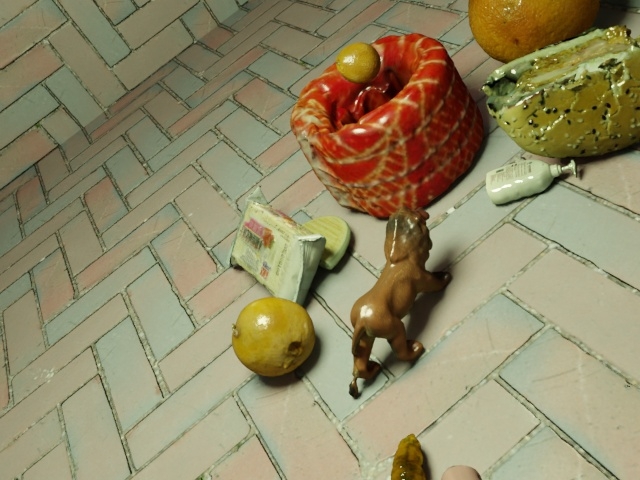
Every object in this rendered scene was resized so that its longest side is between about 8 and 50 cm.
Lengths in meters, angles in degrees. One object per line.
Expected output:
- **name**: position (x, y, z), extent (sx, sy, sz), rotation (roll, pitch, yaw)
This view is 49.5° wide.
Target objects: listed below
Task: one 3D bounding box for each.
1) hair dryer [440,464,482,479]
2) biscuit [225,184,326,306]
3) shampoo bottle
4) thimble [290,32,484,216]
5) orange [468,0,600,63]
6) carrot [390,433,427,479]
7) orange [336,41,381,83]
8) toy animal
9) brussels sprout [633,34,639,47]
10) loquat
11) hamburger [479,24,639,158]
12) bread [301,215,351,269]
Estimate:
- **hair dryer**: position (0.171, 0.343, 0.725), extent (0.125, 0.210, 0.352), rotation (-36, 20, 8)
- **biscuit**: position (-0.094, 0.020, 1.369), extent (0.309, 0.079, 0.185), rotation (36, 109, 51)
- **shampoo bottle**: position (0.367, -0.111, 1.205), extent (0.152, 0.045, 0.077), rotation (-17, 37, 26)
- **thimble**: position (0.131, -0.232, 1.383), extent (0.350, 0.230, 0.350), rotation (-22, 36, 17)
- **orange**: position (0.436, -0.484, 1.415), extent (0.264, 0.264, 0.264), rotation (-22, 37, 18)
- **carrot**: position (0.107, 0.374, 0.846), extent (0.066, 0.066, 0.314), rotation (-19, 35, 22)
- **orange**: position (0.070, -0.328, 1.284), extent (0.085, 0.085, 0.085), rotation (-22, 37, 18)
- **toy animal**: position (0.112, 0.080, 1.096), extent (0.097, 0.157, 0.312), rotation (0, 47, 41)
- **brussels sprout**: position (0.610, -0.328, 1.219), extent (0.181, 0.100, 0.139), rotation (-19, 28, 23)
- **loquat**: position (-0.081, 0.164, 1.178), extent (0.141, 0.141, 0.141), rotation (-22, 37, 18)
- **hamburger**: position (0.438, -0.236, 1.182), extent (0.288, 0.192, 0.167), rotation (-21, 24, 20)
- **bread**: position (0.005, -0.002, 1.384), extent (0.112, 0.036, 0.193), rotation (-47, 32, -17)
